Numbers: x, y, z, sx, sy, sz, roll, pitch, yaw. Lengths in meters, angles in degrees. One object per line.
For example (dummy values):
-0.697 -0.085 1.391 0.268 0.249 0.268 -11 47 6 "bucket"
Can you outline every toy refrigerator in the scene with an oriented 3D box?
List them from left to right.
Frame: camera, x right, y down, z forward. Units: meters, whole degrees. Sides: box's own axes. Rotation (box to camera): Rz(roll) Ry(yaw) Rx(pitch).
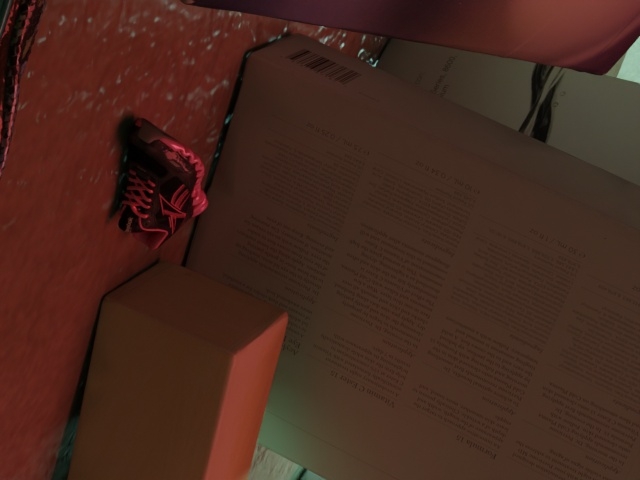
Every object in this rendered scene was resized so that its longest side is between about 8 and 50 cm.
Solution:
-0.110 0.159 1.053 0.094 0.102 0.269 -36 144 -60 "toy refrigerator"

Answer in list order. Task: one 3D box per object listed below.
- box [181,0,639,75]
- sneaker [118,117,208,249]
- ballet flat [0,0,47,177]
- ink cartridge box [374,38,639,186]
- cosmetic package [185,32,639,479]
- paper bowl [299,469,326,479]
0.086 -0.235 0.580 0.294 0.182 0.296 -1 138 -51 "box"
-0.103 -0.030 0.921 0.057 0.047 0.119 -48 161 -16 "sneaker"
-0.150 -0.066 0.624 0.188 0.070 0.070 -64 167 14 "ballet flat"
0.234 -0.014 1.370 0.166 0.395 0.285 -61 153 -22 "ink cartridge box"
0.088 0.058 1.073 0.097 0.377 0.284 -37 150 -62 "cosmetic package"
0.038 0.371 1.965 0.284 0.148 0.284 -59 165 -26 "paper bowl"
